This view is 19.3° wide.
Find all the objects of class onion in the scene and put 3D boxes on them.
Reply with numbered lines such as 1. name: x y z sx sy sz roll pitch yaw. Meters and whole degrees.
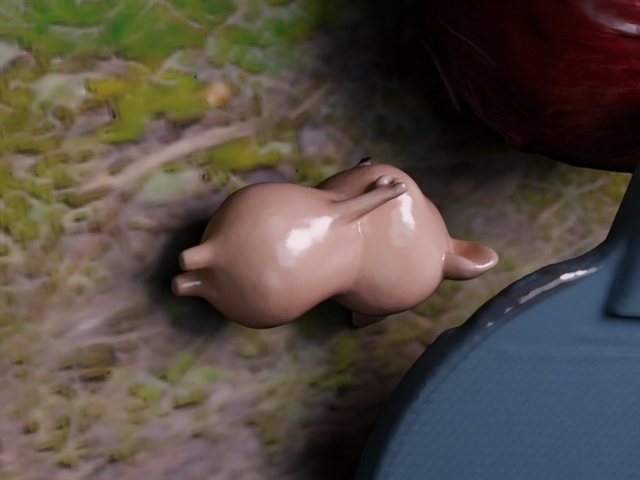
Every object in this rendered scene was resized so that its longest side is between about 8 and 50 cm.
1. onion: 0.165 -0.165 0.944 0.281 0.281 0.221 -55 149 -25

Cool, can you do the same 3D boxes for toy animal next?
1. toy animal: 0.000 0.007 0.892 0.150 0.083 0.089 -1 101 -24

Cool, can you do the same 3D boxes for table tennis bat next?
1. table tennis bat: 0.129 0.078 0.903 0.215 0.044 0.329 5 118 -25
